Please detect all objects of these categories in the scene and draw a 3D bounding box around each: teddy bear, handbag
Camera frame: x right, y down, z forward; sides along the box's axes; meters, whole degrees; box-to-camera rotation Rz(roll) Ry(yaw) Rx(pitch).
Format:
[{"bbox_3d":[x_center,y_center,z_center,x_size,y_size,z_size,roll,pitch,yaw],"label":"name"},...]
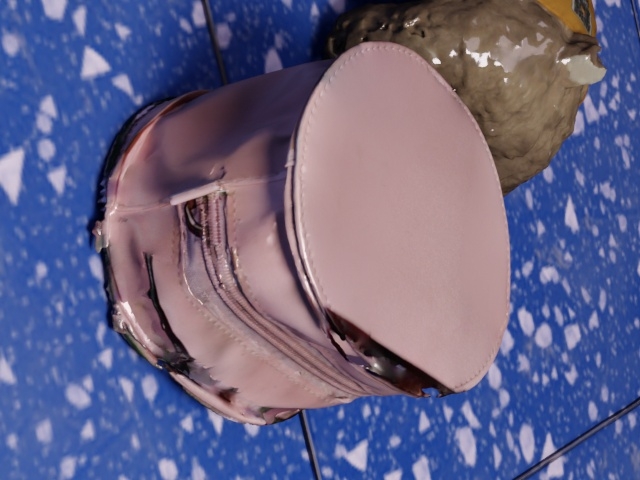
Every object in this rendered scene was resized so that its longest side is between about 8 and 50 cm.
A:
[{"bbox_3d":[0.103,-0.132,1.127,0.177,0.140,0.190,44,41,-36],"label":"teddy bear"},{"bbox_3d":[-0.001,0.000,0.961,0.205,0.116,0.179,36,55,-45],"label":"handbag"}]
